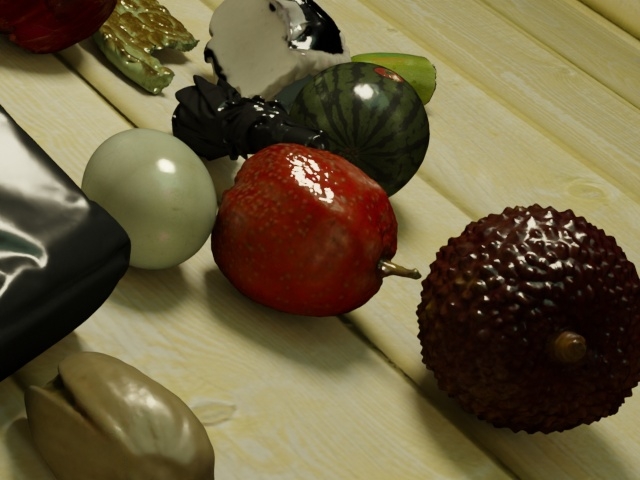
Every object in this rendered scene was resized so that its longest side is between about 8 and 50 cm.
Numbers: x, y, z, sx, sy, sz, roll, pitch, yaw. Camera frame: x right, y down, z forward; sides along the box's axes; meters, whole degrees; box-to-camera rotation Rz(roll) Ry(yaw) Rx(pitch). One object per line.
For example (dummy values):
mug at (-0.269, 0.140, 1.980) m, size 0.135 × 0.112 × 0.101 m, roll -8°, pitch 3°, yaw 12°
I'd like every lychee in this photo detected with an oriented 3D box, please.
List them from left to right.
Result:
lychee at (0.243, 0.094, 1.553) m, size 0.276 × 0.275 × 0.304 m, roll 20°, pitch 9°, yaw -12°

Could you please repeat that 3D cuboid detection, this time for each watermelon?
watermelon at (0.054, -0.153, 1.906) m, size 0.212 × 0.212 × 0.212 m, roll 20°, pitch 26°, yaw -10°

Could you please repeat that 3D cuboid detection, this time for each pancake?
pancake at (-0.289, -0.331, 2.124) m, size 0.197 × 0.054 × 0.376 m, roll 15°, pitch 29°, yaw -17°

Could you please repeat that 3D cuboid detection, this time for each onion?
onion at (-0.414, -0.404, 1.917) m, size 0.276 × 0.276 × 0.276 m, roll 20°, pitch 26°, yaw -10°

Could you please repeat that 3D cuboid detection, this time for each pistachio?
pistachio at (-0.178, 0.177, 1.179) m, size 0.136 × 0.135 × 0.226 m, roll -3°, pitch 30°, yaw -45°

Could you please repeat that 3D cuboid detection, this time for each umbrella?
umbrella at (-0.091, -0.149, 1.774) m, size 0.118 × 0.118 × 0.340 m, roll 5°, pitch 8°, yaw -36°

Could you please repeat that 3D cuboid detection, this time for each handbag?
handbag at (-0.362, 0.009, 1.260) m, size 0.275 × 0.178 × 0.302 m, roll 44°, pitch 29°, yaw 3°

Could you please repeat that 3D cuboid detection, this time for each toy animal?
toy animal at (-0.065, -0.284, 2.074) m, size 0.156 × 0.204 × 0.208 m, roll 27°, pitch 30°, yaw -50°

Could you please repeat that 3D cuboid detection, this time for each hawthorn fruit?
hawthorn fruit at (0.000, 0.000, 1.581) m, size 0.253 × 0.205 × 0.205 m, roll 29°, pitch 26°, yaw 12°

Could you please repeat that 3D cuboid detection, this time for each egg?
egg at (-0.202, -0.052, 1.550) m, size 0.151 × 0.151 × 0.209 m, roll 11°, pitch 21°, yaw -28°

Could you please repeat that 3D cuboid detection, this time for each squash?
squash at (0.107, -0.290, 2.351) m, size 0.188 × 0.095 × 0.095 m, roll 2°, pitch 34°, yaw -40°
